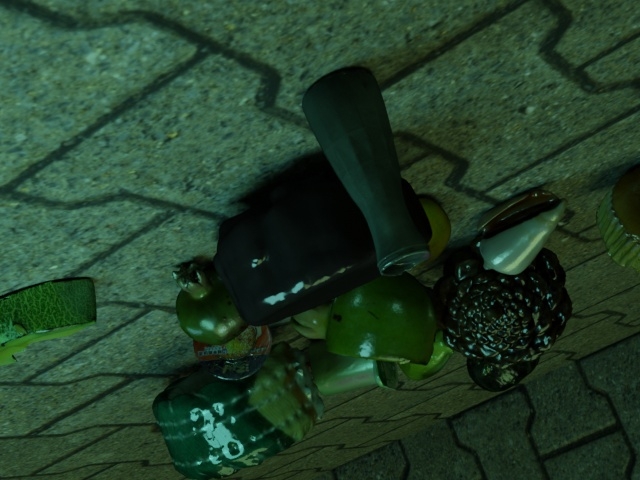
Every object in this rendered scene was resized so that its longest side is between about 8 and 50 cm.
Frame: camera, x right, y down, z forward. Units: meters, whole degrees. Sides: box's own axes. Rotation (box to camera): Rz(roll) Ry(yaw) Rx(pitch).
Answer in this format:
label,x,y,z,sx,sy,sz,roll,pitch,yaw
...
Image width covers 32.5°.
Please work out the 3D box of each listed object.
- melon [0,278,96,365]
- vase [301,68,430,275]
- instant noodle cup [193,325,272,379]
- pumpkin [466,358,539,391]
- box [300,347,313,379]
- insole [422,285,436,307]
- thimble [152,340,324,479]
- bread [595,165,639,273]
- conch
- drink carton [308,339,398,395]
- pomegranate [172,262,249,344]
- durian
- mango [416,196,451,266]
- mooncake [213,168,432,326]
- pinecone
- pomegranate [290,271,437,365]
label,x,y,z,sx,sy,sz,roll,pitch,yaw
melon,-0.400,0.117,1.451,0.209,0.064,0.118,-28,165,28
vase,0.053,-0.070,1.158,0.086,0.214,0.086,-18,161,-6
instant noodle cup,-0.143,0.170,1.790,0.127,0.127,0.135,-18,171,-7
pumpkin,0.436,0.278,2.630,0.190,0.146,0.190,-42,-171,8
box,-0.005,0.263,2.297,0.055,0.039,0.218,-24,161,13
insole,0.178,0.111,2.118,0.109,0.007,0.322,-29,160,29
thimble,-0.144,0.298,1.951,0.288,0.167,0.254,-22,-174,-1
bread,0.588,-0.052,1.833,0.250,0.179,0.133,-16,156,-13
conch,0.318,-0.014,1.770,0.094,0.104,0.176,-10,151,-35
drink carton,0.062,0.235,2.154,0.142,0.146,0.144,-17,162,17
pomegranate,-0.156,0.082,1.553,0.114,0.114,0.142,-23,136,8
durian,0.236,0.246,2.405,0.139,0.101,0.250,-15,161,-17
mango,0.149,-0.013,1.664,0.101,0.066,0.187,-20,153,-3
mooncake,0.000,0.000,1.416,0.283,0.141,0.283,-23,171,-4
pinecone,0.319,0.103,1.939,0.244,0.244,0.309,-22,177,4
pomegranate,0.083,0.121,1.843,0.190,0.159,0.241,10,173,-43
